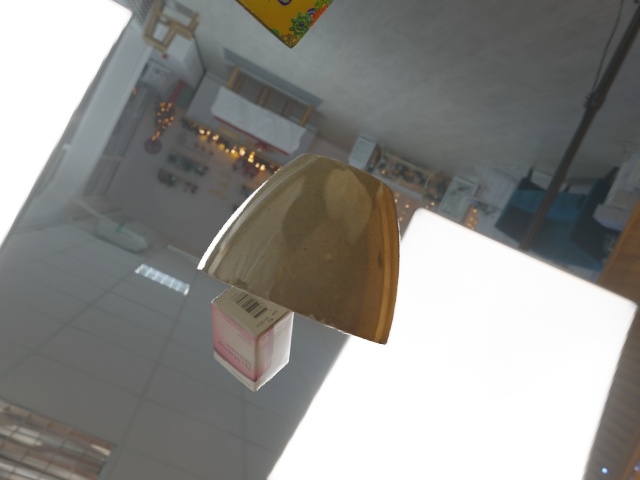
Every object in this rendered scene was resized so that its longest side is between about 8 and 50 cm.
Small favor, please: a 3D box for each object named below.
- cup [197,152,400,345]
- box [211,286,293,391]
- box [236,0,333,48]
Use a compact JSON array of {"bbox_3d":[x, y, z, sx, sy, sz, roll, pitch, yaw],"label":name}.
[{"bbox_3d":[0.000,0.000,0.961,0.331,0.237,0.331,23,175,2],"label":"cup"},{"bbox_3d":[-0.163,0.221,1.395,0.148,0.127,0.232,34,141,24],"label":"box"},{"bbox_3d":[-0.055,-0.411,0.602,0.177,0.279,0.290,27,-159,-51],"label":"box"}]
